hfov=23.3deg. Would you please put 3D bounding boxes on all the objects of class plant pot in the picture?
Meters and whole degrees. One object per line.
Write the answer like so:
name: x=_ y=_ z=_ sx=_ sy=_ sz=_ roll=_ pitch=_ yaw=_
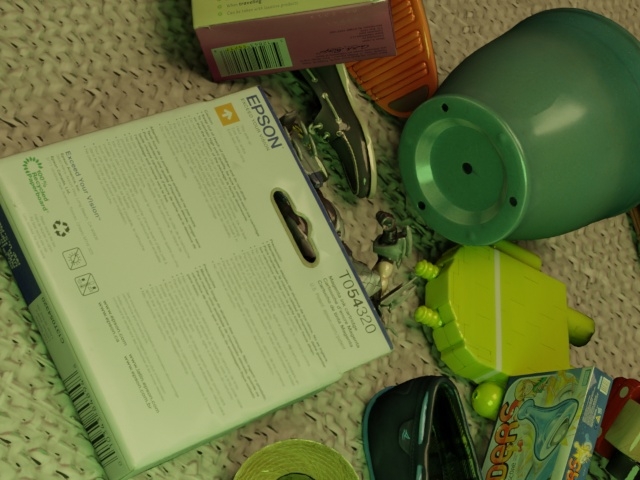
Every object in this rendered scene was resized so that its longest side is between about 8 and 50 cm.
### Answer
plant pot: x=0.238 y=-0.116 z=1.843 sx=0.255 sy=0.272 sz=0.271 roll=-27 pitch=85 yaw=-45

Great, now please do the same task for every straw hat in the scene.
straw hat: x=-0.021 y=0.260 z=1.543 sx=0.144 sy=0.144 sz=0.061 roll=51 pitch=6 yaw=-5

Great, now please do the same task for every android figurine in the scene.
android figurine: x=0.220 y=0.102 z=1.852 sx=0.273 sy=0.056 sz=0.248 roll=22 pitch=53 yaw=-31

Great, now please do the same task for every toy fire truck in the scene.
toy fire truck: x=0.422 y=0.222 z=1.919 sx=0.217 sy=0.246 sz=0.158 roll=30 pitch=94 yaw=-23

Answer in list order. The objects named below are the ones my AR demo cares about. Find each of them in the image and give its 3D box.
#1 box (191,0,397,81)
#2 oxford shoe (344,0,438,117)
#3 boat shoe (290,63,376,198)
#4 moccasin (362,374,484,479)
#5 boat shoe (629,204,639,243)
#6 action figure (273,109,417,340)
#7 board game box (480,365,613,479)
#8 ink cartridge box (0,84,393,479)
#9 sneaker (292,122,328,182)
box: x=-0.035 y=-0.322 z=1.757 sx=0.214 sy=0.117 sz=0.243 roll=-8 pitch=64 yaw=5
oxford shoe: x=0.068 y=-0.328 z=1.929 sx=0.133 sy=0.130 sz=0.363 roll=-19 pitch=87 yaw=-62
boat shoe: x=0.011 y=-0.138 z=1.818 sx=0.065 sy=0.075 sz=0.206 roll=-13 pitch=73 yaw=-16
moccasin: x=0.129 y=0.304 z=1.610 sx=0.138 sy=0.117 sz=0.342 roll=-5 pitch=69 yaw=-42
boat shoe: x=0.462 y=-0.105 z=2.142 sx=0.116 sy=0.123 sz=0.324 roll=-1 pitch=65 yaw=-39
action figure: x=0.000 y=0.000 z=1.688 sx=0.185 sy=0.099 sz=0.285 roll=-25 pitch=81 yaw=-40
board game box: x=0.234 y=0.238 z=1.693 sx=0.035 sy=0.136 sz=0.201 roll=34 pitch=62 yaw=-27
ink cartridge box: x=-0.131 y=0.032 z=1.549 sx=0.330 sy=0.071 sz=0.324 roll=-20 pitch=79 yaw=-36
sneaker: x=-0.016 y=-0.104 z=1.787 sx=0.083 sy=0.031 sz=0.035 roll=51 pitch=43 yaw=-5
